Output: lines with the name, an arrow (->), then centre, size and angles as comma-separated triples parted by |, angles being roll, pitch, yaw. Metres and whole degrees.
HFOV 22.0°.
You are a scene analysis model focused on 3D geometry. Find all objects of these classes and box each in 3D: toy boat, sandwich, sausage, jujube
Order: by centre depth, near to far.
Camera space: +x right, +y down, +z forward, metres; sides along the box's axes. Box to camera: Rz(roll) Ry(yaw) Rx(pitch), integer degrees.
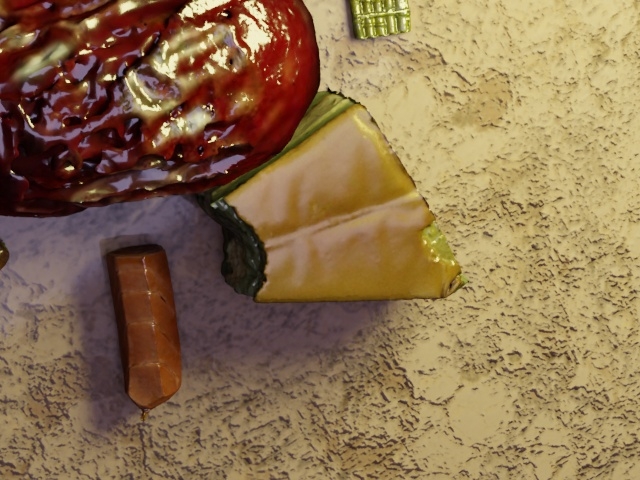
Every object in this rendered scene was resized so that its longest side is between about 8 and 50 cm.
jujube -> -0.178, -0.155, 1.474 | 0.377, 0.258, 0.258 | -15, 104, -32
sandwich -> 0.000, 0.000, 1.616 | 0.198, 0.155, 0.227 | -35, 108, -6
sausage -> -0.171, 0.091, 1.628 | 0.065, 0.065, 0.169 | -9, 103, -15
toy boat -> 0.057, -0.263, 1.656 | 0.063, 0.016, 0.115 | -10, 102, -15

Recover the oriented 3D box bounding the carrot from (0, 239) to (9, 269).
carrot -> -0.340, 0.033, 1.586 | 0.093, 0.032, 0.032 | -36, 108, -5
